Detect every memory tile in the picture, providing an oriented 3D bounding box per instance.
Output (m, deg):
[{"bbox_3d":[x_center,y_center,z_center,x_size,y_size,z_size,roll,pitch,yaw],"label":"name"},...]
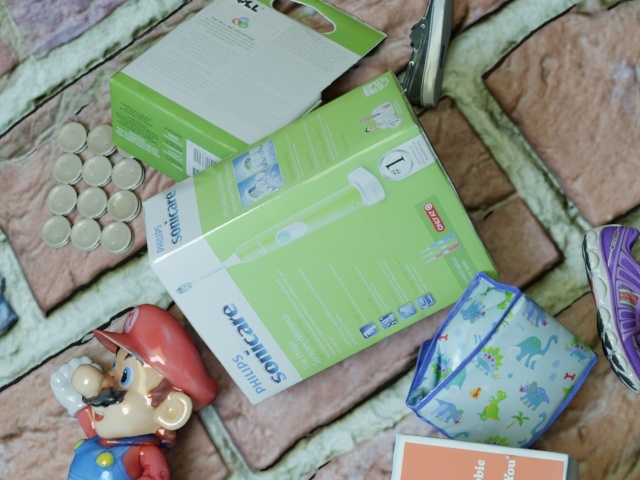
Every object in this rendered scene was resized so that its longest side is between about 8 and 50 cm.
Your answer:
[{"bbox_3d":[-0.252,-0.059,1.555,0.113,0.012,0.148,5,78,16],"label":"memory tile"}]

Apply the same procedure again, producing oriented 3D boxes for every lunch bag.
[{"bbox_3d":[0.167,0.129,1.328,0.151,0.129,0.096,-56,26,-6],"label":"lunch bag"}]

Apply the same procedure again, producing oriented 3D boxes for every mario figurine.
[{"bbox_3d":[-0.230,0.214,1.403,0.198,0.170,0.320,16,83,20],"label":"mario figurine"}]

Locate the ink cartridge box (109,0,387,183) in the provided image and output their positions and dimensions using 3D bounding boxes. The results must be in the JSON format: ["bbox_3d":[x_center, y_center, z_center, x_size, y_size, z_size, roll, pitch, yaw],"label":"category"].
[{"bbox_3d":[-0.074,-0.166,1.499,0.189,0.097,0.255,31,52,20],"label":"ink cartridge box"}]

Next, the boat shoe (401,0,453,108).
[{"bbox_3d":[0.113,-0.211,1.475,0.040,0.049,0.142,7,81,17],"label":"boat shoe"}]

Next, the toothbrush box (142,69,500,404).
[{"bbox_3d":[0.000,0.000,1.358,0.283,0.206,0.122,-29,33,7],"label":"toothbrush box"}]

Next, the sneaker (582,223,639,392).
[{"bbox_3d":[0.302,0.062,1.350,0.071,0.068,0.170,-10,74,7],"label":"sneaker"}]

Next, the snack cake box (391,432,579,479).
[{"bbox_3d":[0.129,0.307,1.187,0.152,0.089,0.264,5,78,18],"label":"snack cake box"}]
